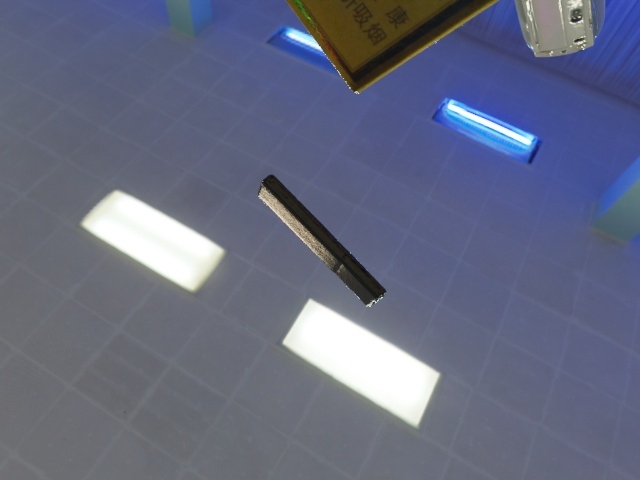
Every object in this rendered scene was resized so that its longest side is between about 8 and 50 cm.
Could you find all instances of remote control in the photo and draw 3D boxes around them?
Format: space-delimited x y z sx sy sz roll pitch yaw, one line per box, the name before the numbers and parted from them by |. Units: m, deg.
remote control | 0.000 0.000 0.722 0.245 0.063 0.025 45 -116 9

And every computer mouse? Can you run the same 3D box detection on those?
computer mouse | 0.291 -0.301 0.603 0.102 0.199 0.045 -2 -109 32

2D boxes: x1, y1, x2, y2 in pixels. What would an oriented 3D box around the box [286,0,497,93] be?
box | 0.081 -0.252 0.310 0.193 0.301 0.084 48 -127 -19
